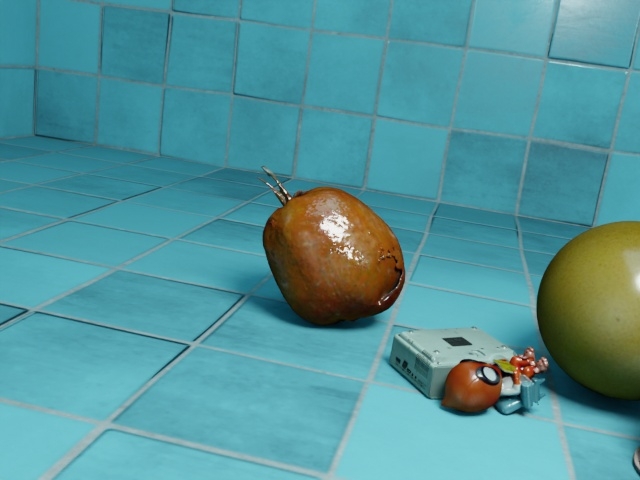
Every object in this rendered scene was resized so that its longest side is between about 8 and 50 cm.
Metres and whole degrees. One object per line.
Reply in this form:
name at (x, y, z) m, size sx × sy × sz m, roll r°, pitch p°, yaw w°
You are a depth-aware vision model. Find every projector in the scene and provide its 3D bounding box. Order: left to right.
projector at (0.189, 0.166, 1.010) m, size 0.147 × 0.061 × 0.115 m, roll 0°, pitch 17°, yaw -24°

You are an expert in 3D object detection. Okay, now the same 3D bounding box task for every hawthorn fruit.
hawthorn fruit at (0.000, 0.000, 1.154) m, size 0.211 × 0.299 × 0.211 m, roll -33°, pitch 12°, yaw 8°

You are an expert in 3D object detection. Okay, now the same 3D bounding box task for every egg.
egg at (0.442, 0.095, 1.032) m, size 0.250 × 0.250 × 0.322 m, roll 13°, pitch 11°, yaw 22°

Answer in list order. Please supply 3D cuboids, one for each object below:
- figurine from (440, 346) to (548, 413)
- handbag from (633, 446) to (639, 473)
figurine at (0.220, 0.185, 0.929) m, size 0.140 × 0.075 × 0.068 m, roll -8°, pitch 19°, yaw -15°
handbag at (0.459, 0.224, 0.804) m, size 0.179 × 0.116 × 0.205 m, roll 6°, pitch 13°, yaw -9°
